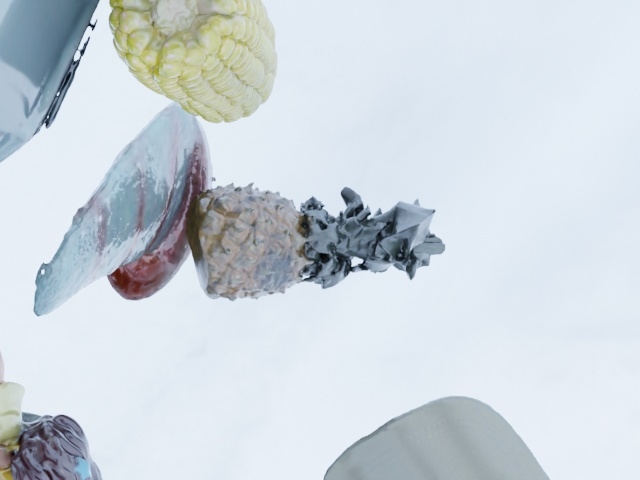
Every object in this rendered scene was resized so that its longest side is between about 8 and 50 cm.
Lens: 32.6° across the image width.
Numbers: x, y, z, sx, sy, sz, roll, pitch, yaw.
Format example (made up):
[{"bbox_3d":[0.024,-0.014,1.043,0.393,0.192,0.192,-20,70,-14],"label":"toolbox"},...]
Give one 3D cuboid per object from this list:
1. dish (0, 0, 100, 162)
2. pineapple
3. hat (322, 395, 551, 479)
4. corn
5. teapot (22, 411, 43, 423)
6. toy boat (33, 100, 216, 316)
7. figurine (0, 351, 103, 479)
[{"bbox_3d":[-0.193,-0.116,0.641,0.182,0.243,0.080,-26,125,33],"label":"dish"},{"bbox_3d":[0.000,0.000,1.009,0.237,0.119,0.111,-3,136,-15],"label":"pineapple"},{"bbox_3d":[0.086,0.198,0.638,0.166,0.144,0.173,-31,120,0],"label":"hat"},{"bbox_3d":[-0.076,-0.132,0.736,0.093,0.244,0.093,0,90,3],"label":"corn"},{"bbox_3d":[-0.373,0.365,1.329,0.223,0.285,0.305,-4,120,-12],"label":"teapot"},{"bbox_3d":[-0.177,-0.021,0.969,0.096,0.282,0.206,24,110,10],"label":"toy boat"},{"bbox_3d":[-0.246,0.168,0.860,0.240,0.116,0.175,59,158,-2],"label":"figurine"}]
